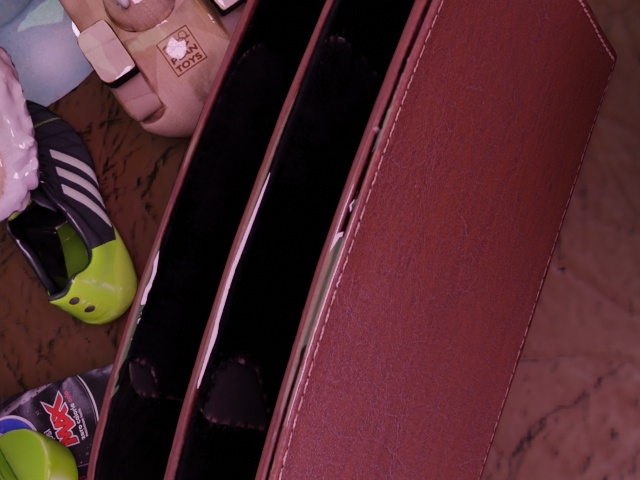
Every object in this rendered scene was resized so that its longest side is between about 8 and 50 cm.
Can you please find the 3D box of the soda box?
[{"bbox_3d":[-0.164,0.120,0.658,0.169,0.060,0.053,-19,65,20],"label":"soda box"}]

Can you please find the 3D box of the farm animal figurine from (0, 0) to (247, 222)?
[{"bbox_3d":[-0.115,-0.198,0.660,0.330,0.172,0.326,-19,83,-1],"label":"farm animal figurine"}]

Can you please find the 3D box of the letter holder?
[{"bbox_3d":[0.000,0.000,0.526,0.152,0.214,0.301,15,83,28],"label":"letter holder"}]

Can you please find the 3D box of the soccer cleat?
[{"bbox_3d":[-0.167,-0.027,0.695,0.060,0.072,0.179,-39,62,11],"label":"soccer cleat"}]

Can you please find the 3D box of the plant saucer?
[{"bbox_3d":[-0.213,-0.179,0.783,0.195,0.037,0.194,-8,72,25],"label":"plant saucer"}]

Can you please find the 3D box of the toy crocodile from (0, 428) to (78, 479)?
[{"bbox_3d":[-0.157,0.156,0.521,0.105,0.115,0.340,-50,49,0],"label":"toy crocodile"}]
